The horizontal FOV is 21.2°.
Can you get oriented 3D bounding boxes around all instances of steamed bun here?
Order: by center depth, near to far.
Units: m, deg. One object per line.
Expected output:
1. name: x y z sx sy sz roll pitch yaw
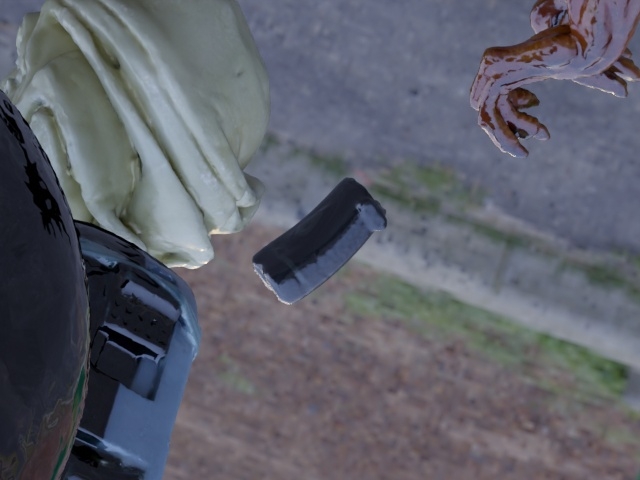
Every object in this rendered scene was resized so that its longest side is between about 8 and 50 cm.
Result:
1. steamed bun: -0.172 -0.082 1.521 0.289 0.203 0.276 -21 124 17

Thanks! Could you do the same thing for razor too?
1. razor: 0.000 0.000 1.781 0.054 0.148 0.090 51 176 -32

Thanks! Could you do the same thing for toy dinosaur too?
1. toy dinosaur: 0.139 -0.151 0.946 0.432 0.097 0.208 12 135 -11

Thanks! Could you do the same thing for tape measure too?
1. tape measure: -0.138 0.080 0.890 0.107 0.181 0.182 33 148 -22

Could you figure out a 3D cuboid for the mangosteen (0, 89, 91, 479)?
1. mangosteen: -0.208 0.056 0.532 0.275 0.302 0.275 6 -168 -1
